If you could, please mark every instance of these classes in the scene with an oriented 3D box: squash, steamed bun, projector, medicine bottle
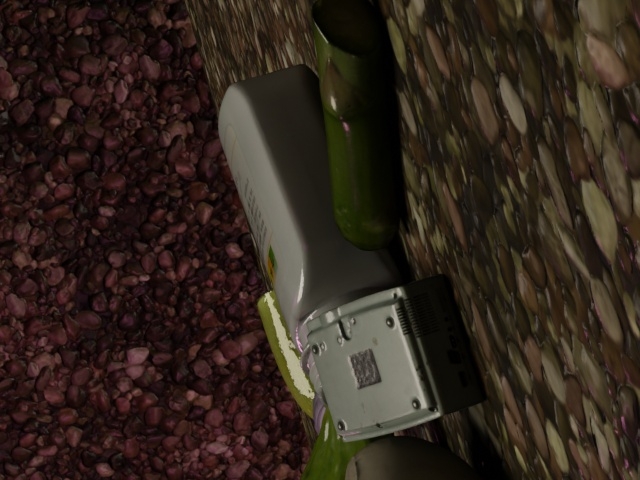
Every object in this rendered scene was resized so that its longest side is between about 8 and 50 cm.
[{"bbox_3d":[0.004,0.139,1.852,0.123,0.123,0.186,100,153,-76],"label":"squash"},{"bbox_3d":[0.095,0.280,1.310,0.232,0.145,0.232,180,90,-89],"label":"steamed bun"},{"bbox_3d":[0.056,0.100,1.293,0.147,0.061,0.115,-25,80,54],"label":"projector"},{"bbox_3d":[0.000,0.000,1.497,0.179,0.124,0.324,86,167,-57],"label":"medicine bottle"}]

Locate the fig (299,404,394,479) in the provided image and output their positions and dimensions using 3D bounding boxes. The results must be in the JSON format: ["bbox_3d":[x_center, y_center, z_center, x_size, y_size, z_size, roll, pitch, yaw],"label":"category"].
[{"bbox_3d":[0.042,0.308,1.522,0.233,0.233,0.314,-116,15,-53],"label":"fig"}]

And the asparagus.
[{"bbox_3d":[0.032,-0.092,1.271,0.277,0.060,0.067,82,-172,-55],"label":"asparagus"}]

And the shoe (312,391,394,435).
[{"bbox_3d":[0.047,0.181,1.692,0.137,0.095,0.245,-111,13,-50],"label":"shoe"}]
